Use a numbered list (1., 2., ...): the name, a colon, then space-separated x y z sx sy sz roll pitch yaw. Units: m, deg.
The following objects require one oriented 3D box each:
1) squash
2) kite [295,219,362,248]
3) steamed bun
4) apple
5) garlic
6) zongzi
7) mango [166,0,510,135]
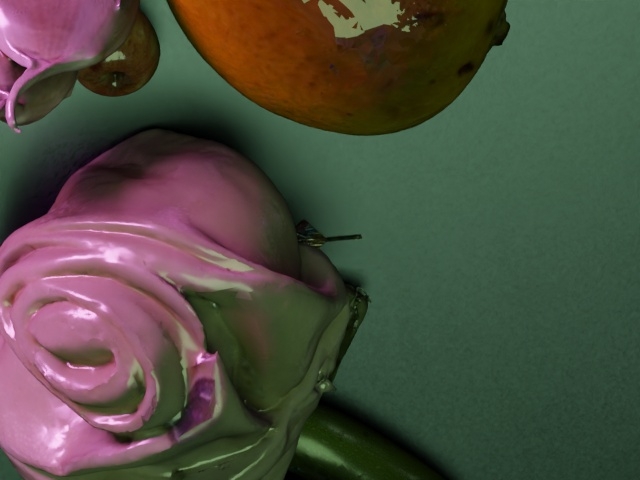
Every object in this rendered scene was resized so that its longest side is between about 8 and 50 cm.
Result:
1. squash: 0.032 0.232 2.030 0.331 0.087 0.087 33 108 -19
2. kite: -0.002 -0.005 1.948 0.078 0.002 0.044 -22 117 5
3. steamed bun: -0.158 0.092 1.797 0.342 0.255 0.367 26 104 7
4. apple: -0.189 -0.175 1.798 0.084 0.071 0.084 -7 143 -6
5. garlic: -0.284 -0.204 1.682 0.237 0.292 0.210 -12 151 -48
6. zongzi: -0.021 0.076 1.962 0.119 0.055 0.109 25 109 -7
7. mango: -0.026 -0.283 1.689 0.301 0.220 0.445 -37 109 27
